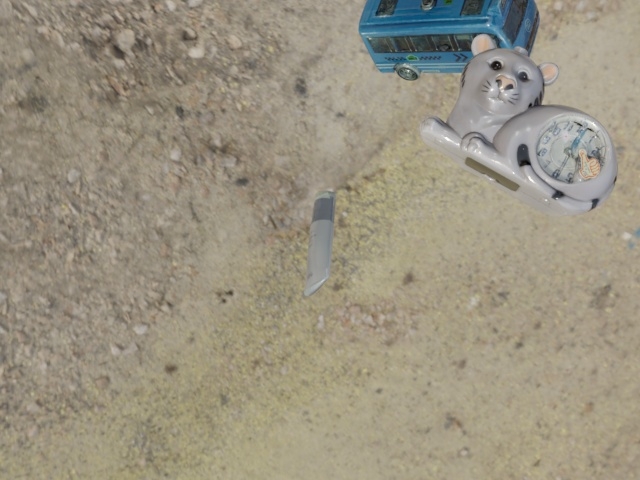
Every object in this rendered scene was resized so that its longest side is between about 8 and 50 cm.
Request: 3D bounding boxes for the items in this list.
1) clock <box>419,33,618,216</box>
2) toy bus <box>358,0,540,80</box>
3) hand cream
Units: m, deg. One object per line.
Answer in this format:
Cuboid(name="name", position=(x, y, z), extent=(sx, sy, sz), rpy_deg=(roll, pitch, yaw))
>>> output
Cuboid(name="clock", position=(0.192, -0.104, 0.603), extent=(0.117, 0.176, 0.080), rpy_deg=(-58, 170, 0))
Cuboid(name="toy bus", position=(0.188, -0.321, 0.996), extent=(0.134, 0.246, 0.113), rpy_deg=(42, 64, -51))
Cuboid(name="hand cream", position=(0.000, 0.000, 1.399), extent=(0.048, 0.255, 0.079), rpy_deg=(22, 138, -20))
